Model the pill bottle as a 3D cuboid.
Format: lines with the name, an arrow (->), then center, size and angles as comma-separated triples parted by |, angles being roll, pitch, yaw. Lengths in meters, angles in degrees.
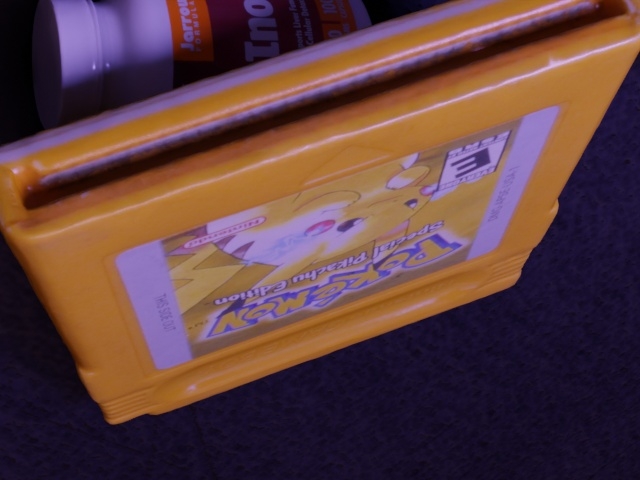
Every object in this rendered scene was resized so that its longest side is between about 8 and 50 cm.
pill bottle -> -0.057, -0.085, 0.576 | 0.152, 0.086, 0.086 | -4, 131, -24

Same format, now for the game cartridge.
game cartridge -> 0.000, 0.000, 0.625 | 0.285, 0.053, 0.324 | -19, 158, -9
